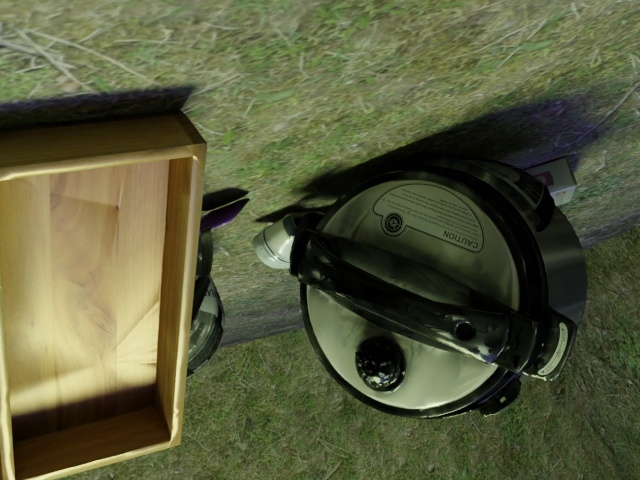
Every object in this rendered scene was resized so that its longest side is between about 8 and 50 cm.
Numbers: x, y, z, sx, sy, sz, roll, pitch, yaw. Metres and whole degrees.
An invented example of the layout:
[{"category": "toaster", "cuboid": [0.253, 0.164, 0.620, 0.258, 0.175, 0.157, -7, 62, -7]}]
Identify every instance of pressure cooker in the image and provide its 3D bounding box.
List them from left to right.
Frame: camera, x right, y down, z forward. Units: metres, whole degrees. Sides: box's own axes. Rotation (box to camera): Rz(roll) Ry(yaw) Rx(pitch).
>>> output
[{"category": "pressure cooker", "cuboid": [0.180, 0.073, 1.365, 0.370, 0.375, 0.420, -26, 169, 27]}]

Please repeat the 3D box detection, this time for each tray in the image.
[{"category": "tray", "cuboid": [-0.238, 0.071, 0.951, 0.203, 0.076, 0.411, -11, 131, -27]}]

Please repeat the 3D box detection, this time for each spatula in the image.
[{"category": "spatula", "cuboid": [-0.150, 0.031, 1.190, 0.084, 0.030, 0.296, -21, -147, 23]}]

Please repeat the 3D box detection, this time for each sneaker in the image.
[{"category": "sneaker", "cuboid": [0.000, 0.000, 1.529, 0.091, 0.094, 0.258, -32, 168, 29]}]

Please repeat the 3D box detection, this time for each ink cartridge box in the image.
[{"category": "ink cartridge box", "cuboid": [0.287, -0.056, 1.737, 0.371, 0.069, 0.176, -20, 170, 9]}]

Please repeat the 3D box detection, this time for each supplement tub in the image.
[{"category": "supplement tub", "cuboid": [-0.254, 0.108, 1.402, 0.207, 0.207, 0.338, -14, 170, -6]}]
